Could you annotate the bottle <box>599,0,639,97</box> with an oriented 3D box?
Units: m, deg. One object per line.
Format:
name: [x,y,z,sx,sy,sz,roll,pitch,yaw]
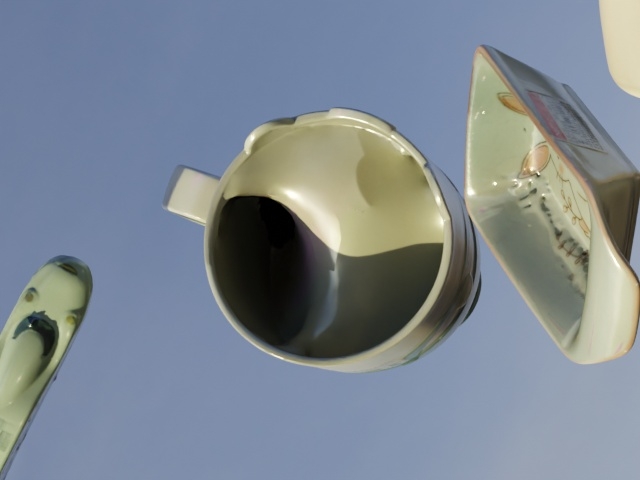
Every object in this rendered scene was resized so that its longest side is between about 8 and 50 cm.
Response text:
bottle: [0.242,-0.218,1.169,0.147,0.147,0.236,-31,-63,-43]

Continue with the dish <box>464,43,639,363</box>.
dish: [0.173,-0.022,1.273,0.064,0.234,0.154,-11,-49,-15]

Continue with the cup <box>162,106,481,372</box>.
cup: [0.000,0.000,1.665,0.257,0.289,0.219,28,-99,-74]

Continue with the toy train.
toy train: [-0.225,0.115,1.311,0.234,0.052,0.051,-61,2,20]
